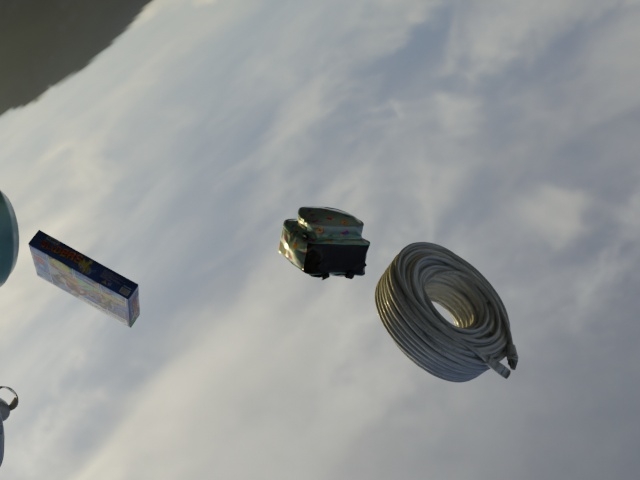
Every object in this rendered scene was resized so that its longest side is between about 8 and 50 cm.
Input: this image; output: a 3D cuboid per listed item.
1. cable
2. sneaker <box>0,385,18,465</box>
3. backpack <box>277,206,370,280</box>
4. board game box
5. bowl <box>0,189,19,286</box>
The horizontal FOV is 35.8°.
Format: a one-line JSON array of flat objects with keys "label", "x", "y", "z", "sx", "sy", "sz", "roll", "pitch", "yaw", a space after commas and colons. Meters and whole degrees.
[{"label": "cable", "x": 0.216, "y": 0.123, "z": 1.727, "sx": 0.089, "sy": 0.257, "sz": 0.257, "roll": -52, "pitch": -162, "yaw": 37}, {"label": "sneaker", "x": -0.633, "y": 0.350, "z": 1.553, "sx": 0.137, "sy": 0.210, "sz": 0.365, "roll": 21, "pitch": -104, "yaw": 46}, {"label": "backpack", "x": 0.000, "y": 0.000, "z": 2.179, "sx": 0.166, "sy": 0.144, "sz": 0.188, "roll": -2, "pitch": -168, "yaw": -31}, {"label": "board game box", "x": -0.412, "y": 0.070, "z": 1.740, "sx": 0.035, "sy": 0.201, "sz": 0.136, "roll": -59, "pitch": 175, "yaw": -27}, {"label": "bowl", "x": -0.715, "y": -0.008, "z": 1.982, "sx": 0.163, "sy": 0.311, "sz": 0.312, "roll": -7, "pitch": -176, "yaw": -40}]
